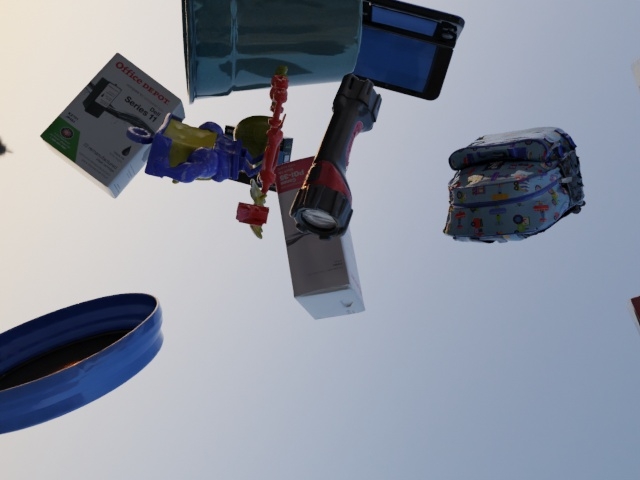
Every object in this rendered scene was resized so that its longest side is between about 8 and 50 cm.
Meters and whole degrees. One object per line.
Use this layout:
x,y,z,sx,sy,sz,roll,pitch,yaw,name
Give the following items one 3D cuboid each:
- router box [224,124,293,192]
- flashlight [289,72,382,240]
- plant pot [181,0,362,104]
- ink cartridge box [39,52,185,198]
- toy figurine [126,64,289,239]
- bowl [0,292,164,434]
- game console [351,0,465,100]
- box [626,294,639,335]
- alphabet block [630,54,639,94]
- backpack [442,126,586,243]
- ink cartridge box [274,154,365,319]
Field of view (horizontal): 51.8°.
-0.159,-0.202,1.611,0.178,0.046,0.133,16,-74,26,router box
0.039,-0.148,1.160,0.103,0.103,0.304,108,3,-58,flashlight
-0.107,-0.446,1.321,0.341,0.334,0.341,177,-90,-77,plant pot
-0.365,-0.206,1.179,0.208,0.153,0.087,-54,-179,-14,ink cartridge box
-0.169,-0.165,0.973,0.363,0.217,0.191,-95,-163,-61,toy figurine
-0.455,0.203,1.134,0.391,0.391,0.077,2,-67,50,bowl
0.195,-0.492,1.691,0.250,0.293,0.173,-33,137,-85,game console
0.621,0.115,1.031,0.232,0.148,0.127,-22,-106,18,box
0.653,-0.249,1.090,0.193,0.192,0.197,-18,-87,18,alphabet block
0.227,-0.064,0.813,0.158,0.173,0.117,-1,-71,39,backpack
0.000,0.000,1.343,0.117,0.207,0.283,-12,-111,7,ink cartridge box
